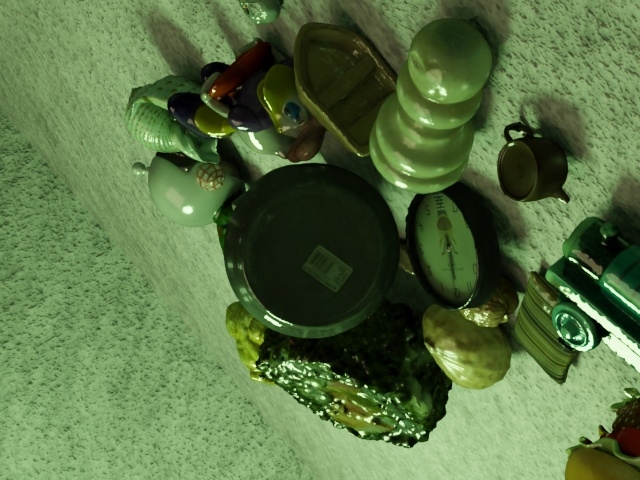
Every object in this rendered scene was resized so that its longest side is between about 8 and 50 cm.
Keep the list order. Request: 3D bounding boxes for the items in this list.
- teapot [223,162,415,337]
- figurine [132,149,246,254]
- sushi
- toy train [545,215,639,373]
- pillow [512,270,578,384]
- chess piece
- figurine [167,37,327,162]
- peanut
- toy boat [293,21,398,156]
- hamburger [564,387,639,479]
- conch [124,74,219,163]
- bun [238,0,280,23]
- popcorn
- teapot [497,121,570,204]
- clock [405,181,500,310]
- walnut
[{"bbox_3d":[0.000,0.000,1.948,0.300,0.253,0.344,14,-172,-7],"label":"teapot"},{"bbox_3d":[-0.192,-0.064,2.447,0.370,0.167,0.281,41,175,11],"label":"figurine"},{"bbox_3d":[0.078,0.214,2.197,0.294,0.178,0.352,7,155,34],"label":"sushi"},{"bbox_3d":[0.391,0.095,1.463,0.298,0.120,0.194,42,153,25],"label":"toy train"},{"bbox_3d":[0.321,0.123,1.792,0.113,0.038,0.203,47,161,20],"label":"pillow"},{"bbox_3d":[0.137,-0.170,1.535,0.133,0.133,0.243,45,157,16],"label":"chess piece"},{"bbox_3d":[-0.080,-0.197,1.939,0.193,0.154,0.421,50,164,-15],"label":"figurine"},{"bbox_3d":[0.228,0.162,1.979,0.140,0.109,0.159,46,176,48],"label":"peanut"},{"bbox_3d":[0.031,-0.209,1.712,0.188,0.116,0.061,51,168,-4],"label":"toy boat"},{"bbox_3d":[0.440,0.329,1.627,0.274,0.212,0.274,44,161,20],"label":"hamburger"},{"bbox_3d":[-0.256,-0.230,2.329,0.200,0.131,0.172,24,138,-6],"label":"conch"},{"bbox_3d":[-0.093,-0.347,1.844,0.083,0.045,0.083,45,157,25],"label":"bun"},{"bbox_3d":[-0.056,0.176,2.467,0.250,0.242,0.234,96,162,-64],"label":"popcorn"},{"bbox_3d":[0.253,-0.091,1.501,0.121,0.068,0.076,65,145,26],"label":"teapot"},{"bbox_3d":[0.181,0.009,1.780,0.184,0.040,0.184,36,133,52],"label":"clock"},{"bbox_3d":[0.237,0.082,1.839,0.096,0.079,0.082,33,154,42],"label":"walnut"}]
